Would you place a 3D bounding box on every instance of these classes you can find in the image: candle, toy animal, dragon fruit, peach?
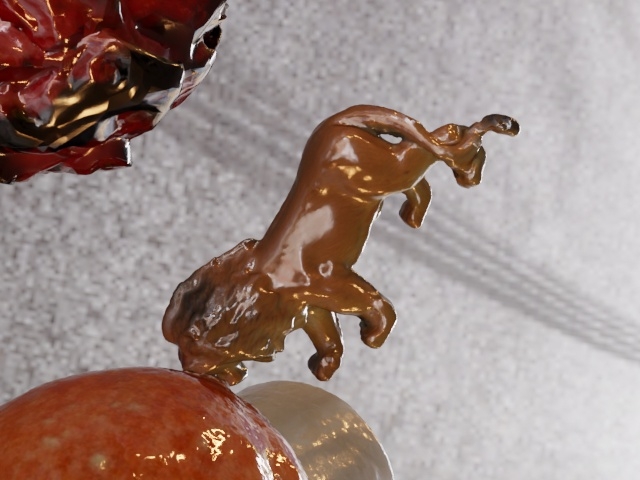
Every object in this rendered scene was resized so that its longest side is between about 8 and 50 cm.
[{"bbox_3d":[-0.061,0.246,1.365,0.342,0.221,0.221,-26,122,-64],"label":"candle"},{"bbox_3d":[0.000,0.000,1.181,0.312,0.157,0.097,-59,-158,4],"label":"toy animal"},{"bbox_3d":[-0.116,-0.119,0.643,0.182,0.182,0.188,-37,133,-60],"label":"dragon fruit"},{"bbox_3d":[-0.101,0.163,0.820,0.232,0.232,0.232,8,90,-68],"label":"peach"}]
